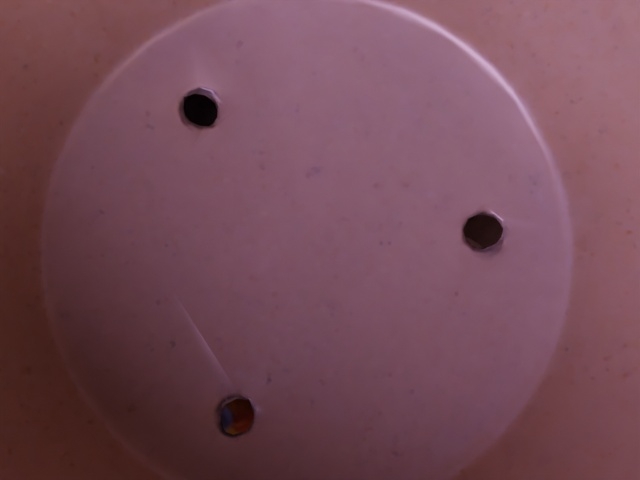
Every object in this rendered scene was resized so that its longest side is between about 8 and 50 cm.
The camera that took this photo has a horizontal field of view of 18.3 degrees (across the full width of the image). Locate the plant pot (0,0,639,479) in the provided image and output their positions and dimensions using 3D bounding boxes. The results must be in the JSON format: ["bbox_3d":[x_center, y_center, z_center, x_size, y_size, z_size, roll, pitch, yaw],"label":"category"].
[{"bbox_3d":[0.000,0.000,0.411,0.284,0.284,0.191,-34,180,-4],"label":"plant pot"}]

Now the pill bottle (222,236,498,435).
[{"bbox_3d":[0.008,0.058,0.588,0.194,0.108,0.108,-19,142,-25],"label":"pill bottle"}]
